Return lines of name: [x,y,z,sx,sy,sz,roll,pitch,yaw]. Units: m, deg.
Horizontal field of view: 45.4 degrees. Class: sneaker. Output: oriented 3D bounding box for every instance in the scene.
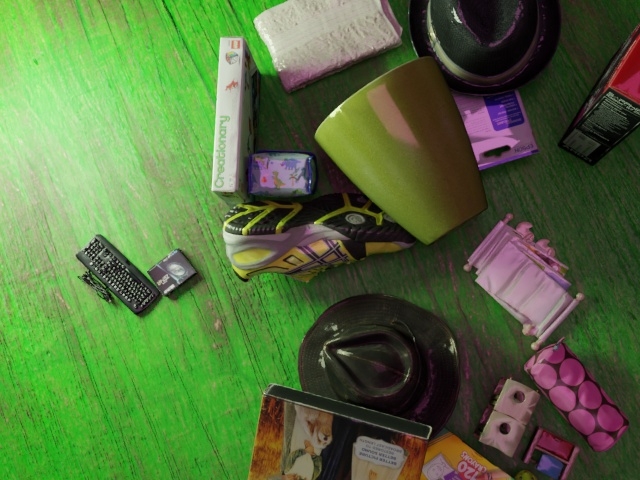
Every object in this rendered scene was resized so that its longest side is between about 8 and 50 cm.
sneaker: [0.000,0.000,1.527,0.384,0.145,0.147,0,123,-5]

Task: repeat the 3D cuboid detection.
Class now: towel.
towel: [0.019,-0.446,1.623,0.282,0.049,0.187,-24,79,1]

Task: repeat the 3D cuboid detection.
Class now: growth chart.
growth chart: [0.406,0.075,1.518,0.172,0.021,0.237,-41,80,-3]

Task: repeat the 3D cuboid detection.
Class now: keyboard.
keyboard: [-0.433,0.078,1.588,0.192,0.038,0.100,41,87,11]

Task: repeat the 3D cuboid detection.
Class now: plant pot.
plant pot: [0.181,-0.147,1.457,0.275,0.275,0.293,-32,84,0]

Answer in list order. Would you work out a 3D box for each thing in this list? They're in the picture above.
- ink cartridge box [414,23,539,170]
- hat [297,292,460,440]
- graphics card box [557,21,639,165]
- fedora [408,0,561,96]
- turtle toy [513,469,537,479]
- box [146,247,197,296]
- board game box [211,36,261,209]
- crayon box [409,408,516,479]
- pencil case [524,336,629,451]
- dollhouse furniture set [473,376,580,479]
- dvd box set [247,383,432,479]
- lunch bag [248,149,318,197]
ink cartridge box: [0.315,-0.301,1.565,0.165,0.065,0.333,-16,79,3]
hat: [0.090,0.236,1.427,0.331,0.134,0.331,-6,71,19]
graphics card box: [0.565,-0.291,1.385,0.094,0.371,0.233,32,86,9]
fedora: [0.320,-0.455,1.477,0.334,0.152,0.334,-1,82,7]
turtle toy: [0.380,0.496,1.430,0.095,0.066,0.130,2,81,6]
box: [-0.308,0.066,1.587,0.083,0.018,0.067,-37,79,-1]
board game box: [-0.165,-0.226,1.532,0.053,0.193,0.305,1,81,5]
crayon box: [0.250,0.461,1.403,0.278,0.081,0.165,33,85,27]
pencil case: [0.488,0.290,1.445,0.098,0.095,0.209,-34,81,-22]
dollhouse furniture set: [0.400,0.351,1.419,0.183,0.129,0.129,26,84,10]
dvd box set: [0.009,0.497,1.388,0.307,0.062,0.420,14,102,12]
lunch bag: [-0.071,-0.132,1.529,0.129,0.151,0.096,3,91,5]
